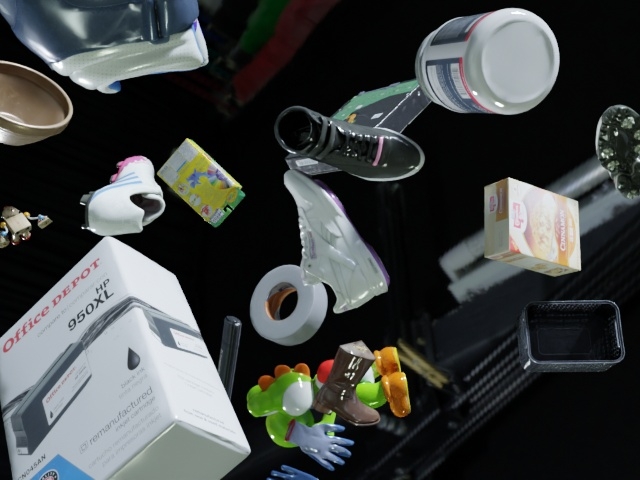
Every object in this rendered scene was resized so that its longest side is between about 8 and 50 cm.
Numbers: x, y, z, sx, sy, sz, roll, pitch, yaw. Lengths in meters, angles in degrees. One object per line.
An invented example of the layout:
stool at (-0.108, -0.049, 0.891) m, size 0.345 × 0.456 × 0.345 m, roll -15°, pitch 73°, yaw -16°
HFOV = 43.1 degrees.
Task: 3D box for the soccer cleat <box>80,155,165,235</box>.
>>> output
soccer cleat at (-0.381, -0.088, 1.699) m, size 0.331 × 0.143 × 0.116 m, roll -74°, pitch 169°, yaw -66°

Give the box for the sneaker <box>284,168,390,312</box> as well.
sneaker at (0.000, 0.000, 1.571) m, size 0.152 × 0.305 × 0.114 m, roll -34°, pitch 170°, yaw 1°

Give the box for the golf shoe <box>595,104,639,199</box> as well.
golf shoe at (0.598, -0.193, 1.643) m, size 0.105 × 0.273 × 0.120 m, roll -30°, pitch -130°, yaw 10°

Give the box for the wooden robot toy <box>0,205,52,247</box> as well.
wooden robot toy at (-0.713, -0.039, 1.865) m, size 0.079 × 0.173 × 0.076 m, roll 53°, pitch -34°, yaw 13°

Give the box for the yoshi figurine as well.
yoshi figurine at (0.018, 0.374, 1.860) m, size 0.203 × 0.362 × 0.202 m, roll 81°, pitch -2°, yaw -74°

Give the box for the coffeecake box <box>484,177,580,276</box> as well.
coffeecake box at (0.398, -0.022, 1.523) m, size 0.068 × 0.186 × 0.142 m, roll -23°, pitch -122°, yaw 55°

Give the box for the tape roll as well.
tape roll at (-0.090, 0.182, 2.274) m, size 0.219 × 0.072 × 0.219 m, roll -16°, pitch -120°, yaw 29°

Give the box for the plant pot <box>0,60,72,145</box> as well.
plant pot at (-0.696, -0.294, 1.843) m, size 0.109 × 0.237 × 0.237 m, roll -54°, pitch -148°, yaw 32°

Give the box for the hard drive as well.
hard drive at (0.100, -0.272, 1.941) m, size 0.237 × 0.064 × 0.339 m, roll -5°, pitch -147°, yaw 43°

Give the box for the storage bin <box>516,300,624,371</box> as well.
storage bin at (0.480, 0.186, 1.568) m, size 0.084 × 0.180 × 0.122 m, roll 81°, pitch 8°, yaw -70°

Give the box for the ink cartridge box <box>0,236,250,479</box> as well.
ink cartridge box at (-0.316, 0.230, 1.212) m, size 0.285 × 0.166 × 0.395 m, roll -42°, pitch -135°, yaw 8°

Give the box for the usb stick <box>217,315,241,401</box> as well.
usb stick at (-0.282, 0.365, 2.447) m, size 0.077 × 0.045 × 0.277 m, roll 25°, pitch -71°, yaw 58°

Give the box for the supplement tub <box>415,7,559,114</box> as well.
supplement tub at (0.315, -0.343, 1.578) m, size 0.191 × 0.191 × 0.272 m, roll -65°, pitch -160°, yaw 2°

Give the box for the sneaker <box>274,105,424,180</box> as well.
sneaker at (0.043, -0.177, 1.521) m, size 0.147 × 0.296 × 0.104 m, roll -13°, pitch 118°, yaw -75°

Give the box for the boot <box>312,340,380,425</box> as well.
boot at (0.055, 0.194, 1.103) m, size 0.114 × 0.107 × 0.037 m, roll -65°, pitch -158°, yaw 20°

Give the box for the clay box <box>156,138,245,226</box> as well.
clay box at (-0.311, -0.150, 2.158) m, size 0.127 × 0.222 × 0.053 m, roll -47°, pitch 174°, yaw 8°

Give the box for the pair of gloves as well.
pair of gloves at (-0.022, 0.464, 1.664) m, size 0.198 × 0.159 × 0.023 m, roll -68°, pitch -161°, yaw -6°

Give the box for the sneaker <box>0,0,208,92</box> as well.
sneaker at (-0.145, -0.280, 0.750) m, size 0.323 × 0.236 × 0.130 m, roll -39°, pitch -134°, yaw 0°
